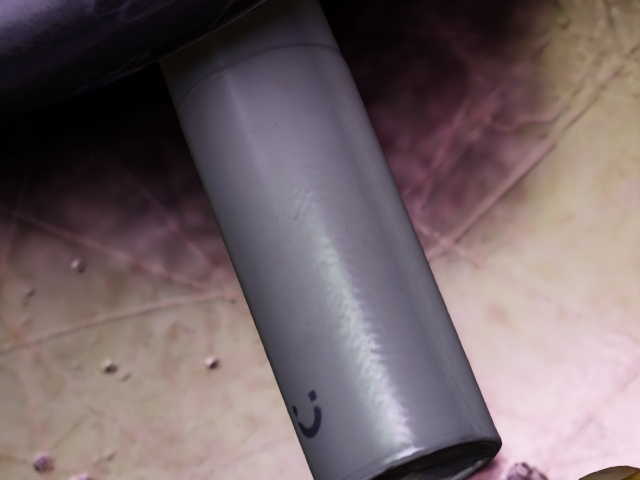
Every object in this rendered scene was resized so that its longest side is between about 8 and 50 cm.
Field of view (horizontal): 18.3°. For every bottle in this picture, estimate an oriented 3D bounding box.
[{"bbox_3d":[0.000,0.000,0.758,0.072,0.072,0.201,-23,71,2],"label":"bottle"}]

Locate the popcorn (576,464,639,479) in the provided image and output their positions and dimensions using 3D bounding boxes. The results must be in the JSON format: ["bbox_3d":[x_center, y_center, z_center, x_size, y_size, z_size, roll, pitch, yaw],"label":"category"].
[{"bbox_3d":[0.111,0.149,0.642,0.180,0.180,0.170,-28,33,0],"label":"popcorn"}]

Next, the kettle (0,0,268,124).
[{"bbox_3d":[-0.066,-0.179,0.709,0.324,0.321,0.228,-14,103,35],"label":"kettle"}]
